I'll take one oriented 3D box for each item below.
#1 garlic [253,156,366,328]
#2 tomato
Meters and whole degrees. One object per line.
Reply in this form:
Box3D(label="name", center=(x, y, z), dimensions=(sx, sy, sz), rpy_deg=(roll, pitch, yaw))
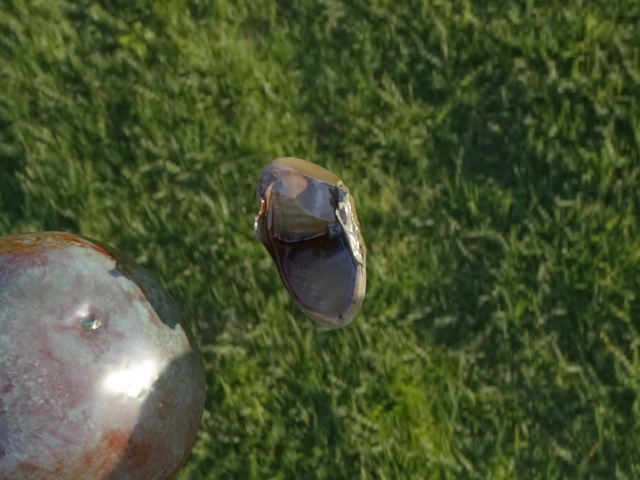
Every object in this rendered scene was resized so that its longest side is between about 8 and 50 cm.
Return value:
Box3D(label="garlic", center=(-0.008, 0.002, 1.347), dimensions=(0.099, 0.124, 0.175), rpy_deg=(-13, 92, 2))
Box3D(label="tomato", center=(-0.274, 0.144, 1.374), dimensions=(0.316, 0.282, 0.317), rpy_deg=(15, 53, -20))
